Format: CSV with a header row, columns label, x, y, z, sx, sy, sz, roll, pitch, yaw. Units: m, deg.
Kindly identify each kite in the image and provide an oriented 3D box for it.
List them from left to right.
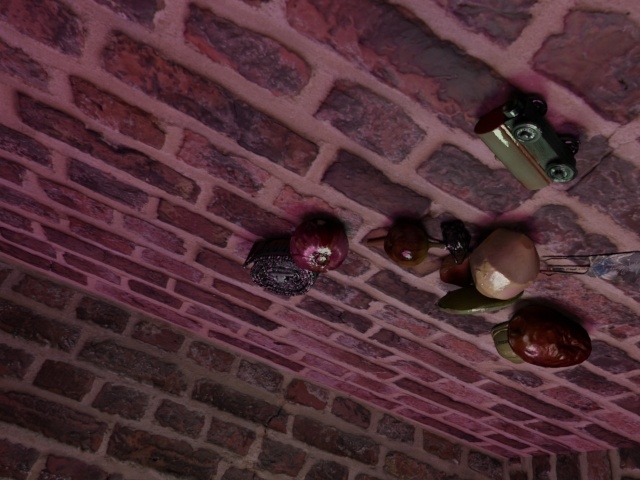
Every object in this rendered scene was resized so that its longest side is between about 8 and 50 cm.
label,x,y,z,sx,sy,sz,roll,pitch,yaw
kite,0.892,0.081,1.468,0.309,0.015,0.169,2,143,16

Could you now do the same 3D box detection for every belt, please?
label,x,y,z,sx,sy,sz,roll,pitch,yaw
belt,-0.138,0.100,1.793,0.294,0.160,0.207,-2,122,24

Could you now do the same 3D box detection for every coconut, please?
label,x,y,z,sx,sy,sz,roll,pitch,yaw
coconut,0.584,0.075,1.417,0.197,0.236,0.237,49,148,15

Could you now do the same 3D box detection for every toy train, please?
label,x,y,z,sx,sy,sz,roll,pitch,yaw
toy train,0.517,-0.233,1.119,0.285,0.116,0.177,35,153,-26

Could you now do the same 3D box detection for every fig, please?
label,x,y,z,sx,sy,sz,roll,pitch,yaw
fig,0.326,0.033,1.532,0.230,0.143,0.160,27,175,-26

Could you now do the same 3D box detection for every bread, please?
label,x,y,z,sx,sy,sz,roll,pitch,yaw
bread,0.492,0.104,1.618,0.119,0.067,0.192,-4,142,14
bread,0.566,0.202,1.569,0.301,0.301,0.045,-13,96,35

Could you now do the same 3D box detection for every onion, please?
label,x,y,z,sx,sy,sz,roll,pitch,yaw
onion,-0.001,0.008,1.607,0.207,0.201,0.201,25,146,10

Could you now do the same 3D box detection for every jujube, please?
label,x,y,z,sx,sy,sz,roll,pitch,yaw
jujube,0.872,0.372,1.705,0.317,0.223,0.223,16,146,-15

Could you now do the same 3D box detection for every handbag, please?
label,x,y,z,sx,sy,sz,roll,pitch,yaw
handbag,0.447,0.021,1.460,0.072,0.139,0.115,-18,132,29

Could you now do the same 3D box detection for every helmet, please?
label,x,y,z,sx,sy,sz,roll,pitch,yaw
helmet,0.839,0.442,1.877,0.204,0.137,0.257,25,144,-12

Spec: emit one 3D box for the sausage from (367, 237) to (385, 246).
label,x,y,z,sx,sy,sz,roll,pitch,yaw
sausage,0.224,0.002,1.627,0.116,0.026,0.026,-12,136,34
